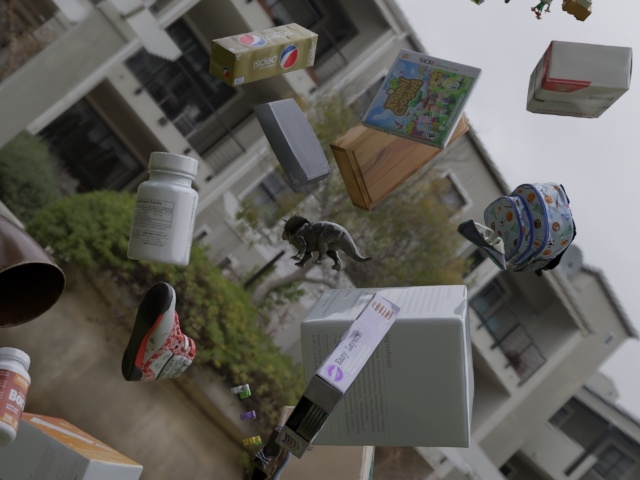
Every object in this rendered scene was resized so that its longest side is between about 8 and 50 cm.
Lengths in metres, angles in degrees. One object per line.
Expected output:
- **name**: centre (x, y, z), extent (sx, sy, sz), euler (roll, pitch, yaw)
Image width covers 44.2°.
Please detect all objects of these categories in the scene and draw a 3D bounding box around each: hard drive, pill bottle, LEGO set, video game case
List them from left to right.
- **pill bottle**: centre (-0.759, 0.367, 1.864), extent (0.121, 0.121, 0.216), euler (57, 23, -43)
- **pill bottle**: centre (-0.329, -0.065, 1.676), extent (0.131, 0.229, 0.131), euler (9, -4, 1)
- **hard drive**: centre (-0.072, -0.275, 2.181), extent (0.172, 0.054, 0.254), euler (-26, 89, -56)
- **video game case**: centre (0.219, -0.308, 1.697), extent (0.193, 0.212, 0.023), euler (20, -21, 23)
- **LEGO set**: centre (0.339, -0.428, 1.354), extent (0.287, 0.107, 0.132), euler (13, 26, -43)

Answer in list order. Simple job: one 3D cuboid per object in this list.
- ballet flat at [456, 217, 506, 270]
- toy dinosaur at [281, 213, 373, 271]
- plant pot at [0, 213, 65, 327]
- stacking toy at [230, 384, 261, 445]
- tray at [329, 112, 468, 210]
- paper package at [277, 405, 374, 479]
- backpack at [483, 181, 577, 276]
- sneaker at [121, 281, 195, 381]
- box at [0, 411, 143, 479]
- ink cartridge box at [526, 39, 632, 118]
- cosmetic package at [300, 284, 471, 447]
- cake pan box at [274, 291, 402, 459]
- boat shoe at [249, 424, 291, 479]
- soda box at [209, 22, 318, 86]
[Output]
- **ballet flat**: centre (0.477, 0.007, 2.242), extent (0.203, 0.074, 0.074), euler (39, -5, -19)
- **toy dinosaur**: centre (0.000, 0.000, 2.311), extent (0.314, 0.160, 0.121), euler (4, -19, 24)
- **plant pot**: centre (-0.750, 0.049, 1.856), extent (0.230, 0.215, 0.215), euler (51, -7, 29)
- **stacking toy**: centre (-0.217, 0.519, 2.316), extent (0.221, 0.052, 0.167), euler (101, -24, -74)
- **tray**: centre (0.224, -0.281, 2.127), extent (0.076, 0.411, 0.203), euler (25, -33, 48)
- **paper package**: centre (0.007, 0.682, 2.424), extent (0.325, 0.309, 0.168), euler (-74, 160, -54)
- **backpack**: centre (0.633, -0.053, 2.373), extent (0.263, 0.213, 0.276), euler (-49, -126, 56)
- **sneaker**: centre (-0.346, 0.209, 1.798), extent (0.145, 0.270, 0.090), euler (7, 29, -38)
- **box**: centre (-0.690, 0.606, 2.112), extent (0.345, 0.168, 0.215), euler (17, -10, 31)
- **ink cartridge box**: centre (0.514, -0.319, 1.583), extent (0.159, 0.092, 0.218), euler (7, -7, 5)
- **cosmetic package**: centre (0.182, 0.310, 2.009), extent (0.329, 0.394, 0.327), euler (-42, 128, -73)
- **cake pan box**: centre (0.031, 0.255, 1.481), extent (0.070, 0.267, 0.245), euler (33, -48, 9)
- **boat shoe**: centre (-0.121, 0.519, 1.844), extent (0.066, 0.183, 0.066), euler (-2, 24, -45)
- **soda box**: centre (-0.091, -0.306, 1.289), extent (0.061, 0.181, 0.058), euler (36, -48, 32)
